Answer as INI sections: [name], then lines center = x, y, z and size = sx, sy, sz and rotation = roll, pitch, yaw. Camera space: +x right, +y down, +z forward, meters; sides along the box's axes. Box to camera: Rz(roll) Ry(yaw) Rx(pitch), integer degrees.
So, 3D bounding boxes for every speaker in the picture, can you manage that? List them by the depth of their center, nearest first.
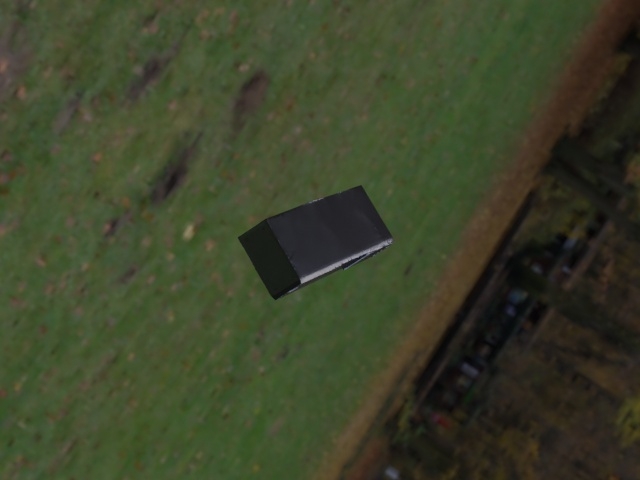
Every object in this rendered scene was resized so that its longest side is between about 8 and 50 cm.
[speaker]
center = 0.000, 0.000, 1.356
size = 0.044, 0.082, 0.218
rotation = -33, 175, 31
